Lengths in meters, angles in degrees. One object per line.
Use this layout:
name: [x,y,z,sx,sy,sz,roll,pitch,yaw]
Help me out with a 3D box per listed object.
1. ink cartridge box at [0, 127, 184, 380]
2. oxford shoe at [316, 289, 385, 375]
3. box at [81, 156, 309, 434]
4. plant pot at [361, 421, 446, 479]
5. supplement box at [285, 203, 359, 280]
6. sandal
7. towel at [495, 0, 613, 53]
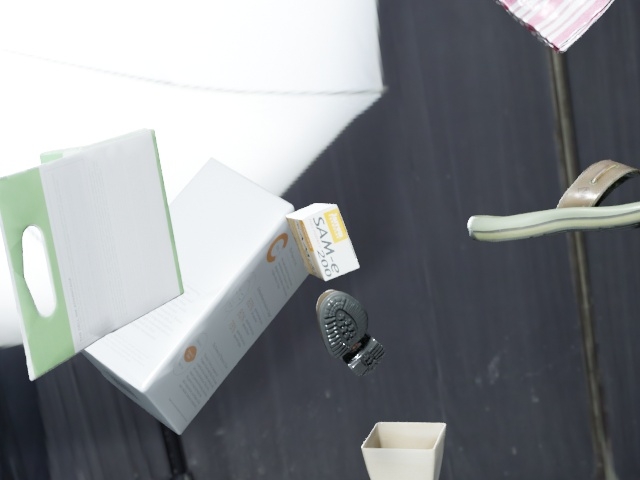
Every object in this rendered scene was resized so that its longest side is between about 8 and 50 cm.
ink cartridge box: [-0.213,0.003,0.901,0.056,0.171,0.235,-1,14,27]
oxford shoe: [0.026,0.132,1.586,0.083,0.227,0.096,-39,58,-10]
box: [-0.190,0.085,1.547,0.168,0.215,0.345,32,71,22]
plant pot: [0.130,0.337,1.522,0.109,0.096,0.109,-3,10,17]
supplement box: [0.000,0.000,0.953,0.036,0.062,0.098,-22,6,-9]
sandal: [0.328,-0.053,1.241,0.302,0.086,0.120,-7,-5,12]
towel: [0.338,-0.390,1.524,0.144,0.197,0.029,-47,-18,8]
